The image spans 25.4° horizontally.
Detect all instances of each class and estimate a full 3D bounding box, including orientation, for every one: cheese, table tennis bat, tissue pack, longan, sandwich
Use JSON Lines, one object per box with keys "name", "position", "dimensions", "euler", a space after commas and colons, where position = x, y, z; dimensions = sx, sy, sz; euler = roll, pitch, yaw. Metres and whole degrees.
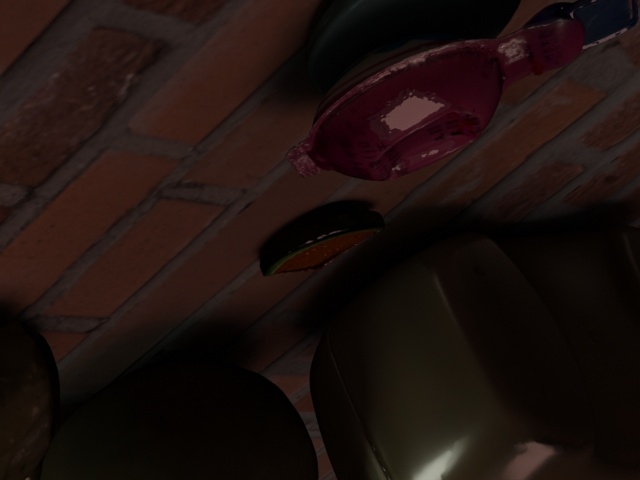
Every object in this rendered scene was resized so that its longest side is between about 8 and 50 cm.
{"name": "cheese", "position": [0.090, -0.102, 0.915], "dimensions": [0.244, 0.062, 0.155], "euler": [-26, 162, 8]}
{"name": "table tennis bat", "position": [0.073, -0.160, 0.884], "dimensions": [0.149, 0.038, 0.237], "euler": [-11, 156, -25]}
{"name": "tissue pack", "position": [0.183, 0.146, 1.304], "dimensions": [0.387, 0.267, 0.277], "euler": [-3, 149, -42]}
{"name": "longan", "position": [-0.122, 0.208, 1.227], "dimensions": [0.246, 0.215, 0.246], "euler": [2, 141, 1]}
{"name": "sandwich", "position": [-0.004, 0.001, 1.140], "dimensions": [0.101, 0.026, 0.069], "euler": [-32, 159, 22]}

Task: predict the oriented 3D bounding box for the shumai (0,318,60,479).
{"name": "shumai", "position": [-0.292, 0.179, 0.990], "dimensions": [0.283, 0.217, 0.346], "euler": [-1, 146, -41]}
